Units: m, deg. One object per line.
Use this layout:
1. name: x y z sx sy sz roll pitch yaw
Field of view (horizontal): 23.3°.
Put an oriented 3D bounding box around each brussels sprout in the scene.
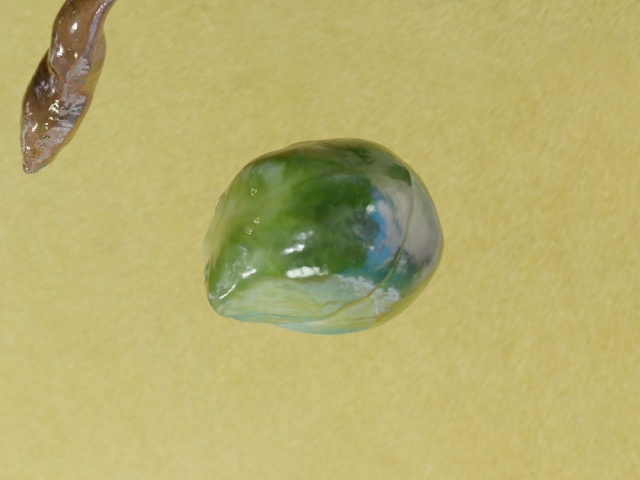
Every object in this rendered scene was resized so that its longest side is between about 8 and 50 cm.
1. brussels sprout: 0.001 -0.003 0.964 0.155 0.155 0.118 -1 73 20

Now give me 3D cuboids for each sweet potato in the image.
1. sweet potato: -0.201 -0.128 1.219 0.058 0.055 0.202 58 140 27
